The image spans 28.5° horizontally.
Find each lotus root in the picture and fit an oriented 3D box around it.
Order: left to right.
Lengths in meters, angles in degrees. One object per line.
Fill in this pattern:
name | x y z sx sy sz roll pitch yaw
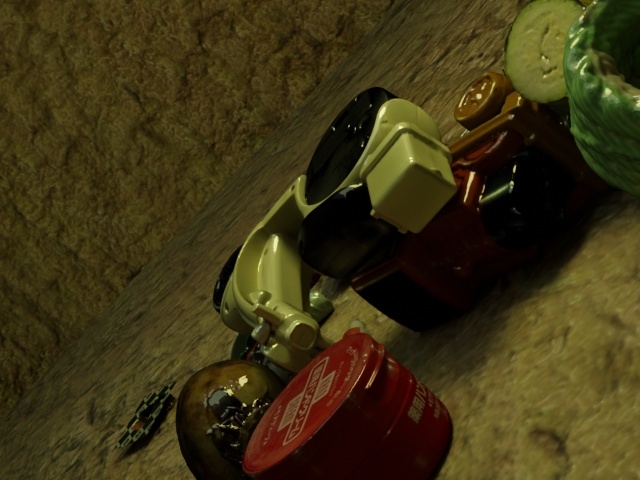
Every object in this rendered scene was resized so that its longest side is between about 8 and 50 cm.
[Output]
lotus root | -0.101 0.226 1.500 0.141 0.169 0.314 -16 1 -13

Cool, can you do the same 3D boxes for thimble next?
thimble | 0.334 -0.141 1.150 0.219 0.150 0.219 -10 50 12

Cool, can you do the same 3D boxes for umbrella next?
umbrella | -0.044 0.130 1.856 0.143 0.062 0.067 -46 -15 -6

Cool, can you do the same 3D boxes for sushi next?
sushi | -0.297 0.313 2.184 0.120 0.026 0.126 -28 26 47

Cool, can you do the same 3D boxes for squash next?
squash | 0.298 -0.195 1.330 0.187 0.123 0.123 1 -22 -39

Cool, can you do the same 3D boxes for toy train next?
toy train | 0.167 -0.035 1.469 0.369 0.163 0.231 -31 33 50

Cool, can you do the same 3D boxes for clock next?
clock | 0.000 0.000 1.457 0.379 0.120 0.276 -53 24 23

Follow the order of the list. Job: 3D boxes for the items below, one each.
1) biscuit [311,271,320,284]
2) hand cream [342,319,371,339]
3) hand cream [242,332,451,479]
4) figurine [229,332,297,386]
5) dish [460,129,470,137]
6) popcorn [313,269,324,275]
biscuit | 0.023 -0.059 2.189 0.107 0.073 0.388 -28 21 51
hand cream | 0.043 0.162 1.549 0.216 0.038 0.052 -84 12 -64
hand cream | 0.027 0.200 1.265 0.193 0.125 0.193 -43 14 14
figurine | -0.033 0.164 1.607 0.132 0.132 0.154 -48 23 -9
dish | 0.242 -0.124 1.675 0.246 0.078 0.224 -35 16 40
popcorn | 0.032 -0.025 1.922 0.170 0.180 0.180 23 67 46
